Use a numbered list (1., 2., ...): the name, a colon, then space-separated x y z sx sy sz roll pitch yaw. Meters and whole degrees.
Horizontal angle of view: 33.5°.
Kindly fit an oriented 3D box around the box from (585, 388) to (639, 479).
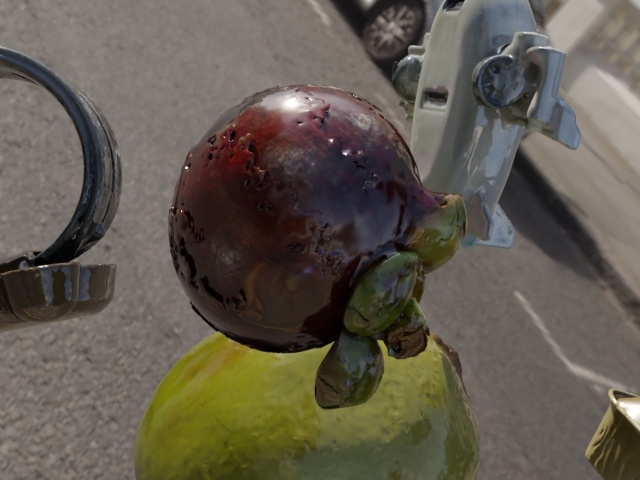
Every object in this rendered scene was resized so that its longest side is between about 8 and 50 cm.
1. box: 0.329 0.196 1.004 0.177 0.111 0.111 22 28 -43

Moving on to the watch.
1. watch: -0.403 -0.052 1.224 0.314 0.335 0.327 157 -79 -89

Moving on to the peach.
1. peach: -0.016 0.195 0.968 0.314 0.315 0.282 -92 159 -61

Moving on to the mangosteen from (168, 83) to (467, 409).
1. mangosteen: 0.000 0.000 0.631 0.180 0.166 0.166 43 20 12

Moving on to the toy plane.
1. toy plane: 0.142 -0.112 0.958 0.118 0.252 0.252 3 37 -26
